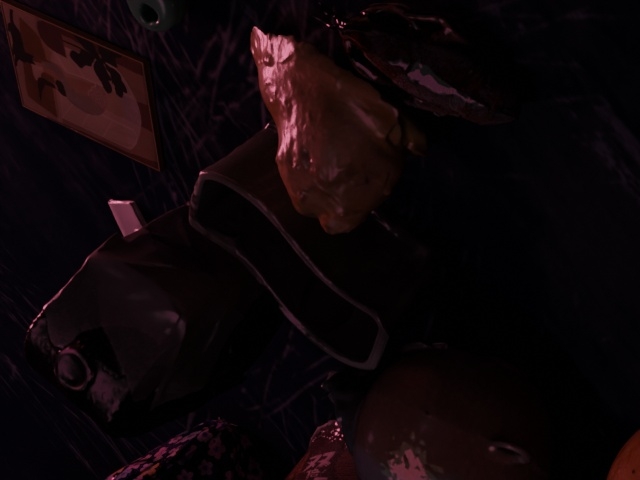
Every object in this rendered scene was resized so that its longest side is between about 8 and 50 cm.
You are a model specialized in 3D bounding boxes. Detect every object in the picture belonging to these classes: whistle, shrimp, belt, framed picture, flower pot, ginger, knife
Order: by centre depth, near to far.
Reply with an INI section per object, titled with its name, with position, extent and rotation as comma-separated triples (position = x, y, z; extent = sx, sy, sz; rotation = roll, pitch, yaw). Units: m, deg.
[shrimp]
position = 0.074, -0.144, 1.325
extent = 0.190, 0.073, 0.074
rotation = 24, 96, 18
[ginger]
position = -0.009, -0.092, 1.412
extent = 0.193, 0.122, 0.115
rotation = 38, -173, 35
[knife]
position = -0.171, -0.304, 1.474
extent = 0.063, 0.034, 0.260
rotation = 7, 124, 39
[flower pot]
position = 0.000, 0.000, 1.508
extent = 0.229, 0.108, 0.103
rotation = 43, 145, 6
[whistle]
position = 0.086, 0.185, 1.541
extent = 0.189, 0.189, 0.348
rotation = 59, 159, -14
[belt]
position = -0.134, 0.081, 1.579
extent = 0.164, 0.289, 0.184
rotation = 37, 120, 17
[framed picture]
position = -0.241, -0.158, 1.704
extent = 0.201, 0.010, 0.136
rotation = 26, 139, 30

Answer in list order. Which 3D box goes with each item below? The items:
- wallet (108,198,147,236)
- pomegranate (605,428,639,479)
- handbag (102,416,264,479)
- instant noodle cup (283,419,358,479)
[wallet]
position = -0.196, -0.007, 1.798
extent = 0.044, 0.011, 0.083
rotation = 4, 125, 46
[pomegranate]
position = 0.334, 0.242, 1.215
extent = 0.307, 0.307, 0.307
rotation = 29, 141, 27
[handbag]
position = -0.145, 0.329, 1.874
extent = 0.207, 0.229, 0.127
rotation = 61, 163, -8
[instant noodle cup]
position = 0.013, 0.324, 1.718
extent = 0.217, 0.207, 0.217
rotation = 29, 142, 26
